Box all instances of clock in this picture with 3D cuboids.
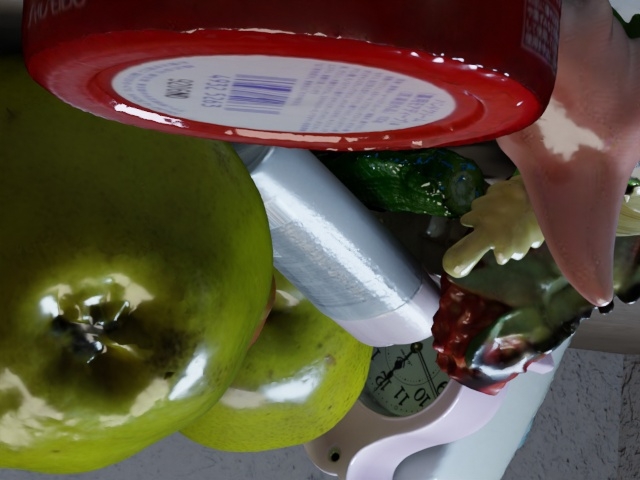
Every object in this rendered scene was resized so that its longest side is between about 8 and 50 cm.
[{"bbox_3d":[0.068,0.093,1.468,0.275,0.290,0.080,-45,144,23],"label":"clock"}]

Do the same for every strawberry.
[{"bbox_3d":[0.182,0.012,1.172,0.233,0.137,0.306,-39,180,8],"label":"strawberry"}]

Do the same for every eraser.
[{"bbox_3d":[0.151,0.112,1.588,0.331,0.331,0.150,1,155,31],"label":"eraser"}]

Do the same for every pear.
[{"bbox_3d":[-0.199,0.003,0.968,0.287,0.287,0.375,10,-162,-35],"label":"pear"},{"bbox_3d":[-0.078,0.066,1.362,0.294,0.294,0.294,5,173,1],"label":"pear"}]

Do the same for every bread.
[{"bbox_3d":[0.084,-0.009,1.286,0.077,0.105,0.152,19,165,-35],"label":"bread"}]

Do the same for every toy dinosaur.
[{"bbox_3d":[0.122,-0.066,0.635,0.152,0.194,0.177,10,-161,37],"label":"toy dinosaur"}]

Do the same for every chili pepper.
[{"bbox_3d":[0.041,-0.050,1.165,0.098,0.061,0.224,24,167,-35],"label":"chili pepper"}]

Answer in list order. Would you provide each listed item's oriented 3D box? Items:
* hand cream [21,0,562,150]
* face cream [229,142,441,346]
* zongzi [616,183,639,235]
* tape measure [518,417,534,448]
[{"bbox_3d":[-0.008,-0.107,0.490,0.193,0.125,0.193,3,172,0],"label":"hand cream"},{"bbox_3d":[0.000,0.000,1.134,0.107,0.073,0.269,-6,145,36],"label":"face cream"},{"bbox_3d":[0.240,-0.054,0.884,0.197,0.099,0.194,-1,174,-13],"label":"zongzi"},{"bbox_3d":[0.222,0.152,1.859,0.147,0.275,0.256,6,168,0],"label":"tape measure"}]
